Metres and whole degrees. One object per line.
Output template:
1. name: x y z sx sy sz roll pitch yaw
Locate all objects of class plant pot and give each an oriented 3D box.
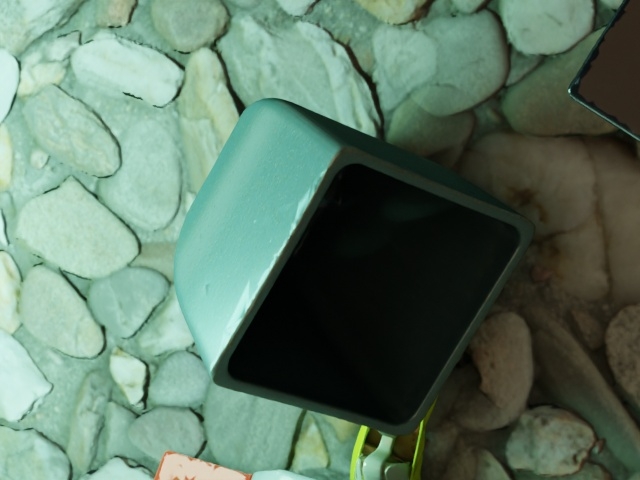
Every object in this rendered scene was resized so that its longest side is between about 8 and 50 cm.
1. plant pot: 0.000 0.000 1.587 0.247 0.248 0.252 -60 36 13

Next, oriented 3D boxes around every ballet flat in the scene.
1. ballet flat: 0.070 0.202 1.674 0.077 0.077 0.231 16 100 16

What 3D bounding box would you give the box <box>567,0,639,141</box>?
1. box: 0.386 -0.204 1.416 0.183 0.294 0.296 35 105 12

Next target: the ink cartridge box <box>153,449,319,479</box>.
1. ink cartridge box: -0.106 0.368 1.612 0.385 0.091 0.308 9 72 43
